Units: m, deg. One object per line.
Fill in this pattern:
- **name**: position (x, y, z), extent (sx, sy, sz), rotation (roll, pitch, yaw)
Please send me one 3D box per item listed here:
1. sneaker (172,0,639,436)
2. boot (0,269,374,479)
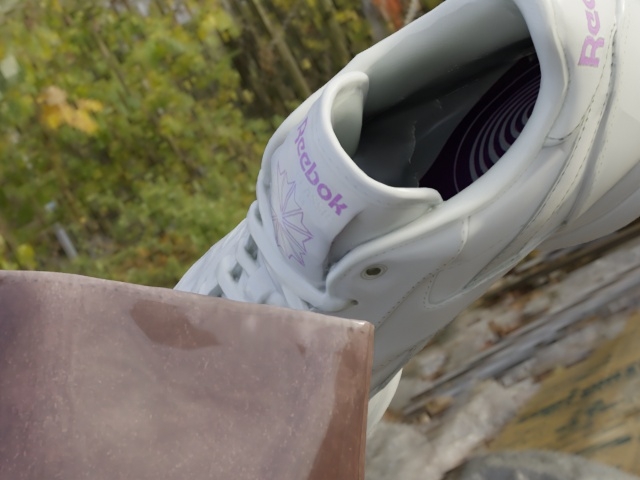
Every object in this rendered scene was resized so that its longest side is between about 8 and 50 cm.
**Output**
- **sneaker**: position (0.000, 0.000, 0.498), extent (0.305, 0.114, 0.152), rotation (-43, -27, 21)
- **boot**: position (-0.004, 0.119, 0.308), extent (0.249, 0.206, 0.090), rotation (10, -12, 3)
